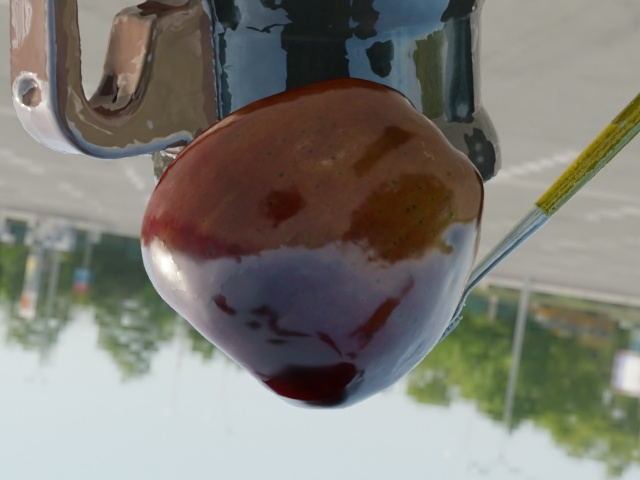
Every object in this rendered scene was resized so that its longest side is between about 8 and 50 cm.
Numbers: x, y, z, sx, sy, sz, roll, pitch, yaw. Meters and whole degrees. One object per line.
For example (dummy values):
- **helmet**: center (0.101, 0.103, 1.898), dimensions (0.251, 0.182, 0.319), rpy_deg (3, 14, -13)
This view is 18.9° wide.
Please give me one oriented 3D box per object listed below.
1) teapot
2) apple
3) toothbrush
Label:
- **teapot**: center (-0.028, -0.196, 1.188), dimensions (0.376, 0.361, 0.306), rpy_deg (-15, -162, -41)
- **apple**: center (0.001, -0.004, 0.974), dimensions (0.156, 0.158, 0.147), rpy_deg (46, -178, 17)
- **toothbrush**: center (0.163, -0.034, 1.266), dimensions (0.021, 0.288, 0.024), rpy_deg (44, 180, 26)
